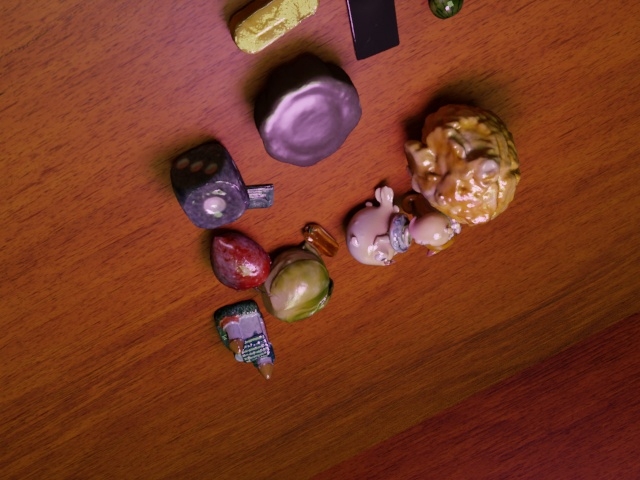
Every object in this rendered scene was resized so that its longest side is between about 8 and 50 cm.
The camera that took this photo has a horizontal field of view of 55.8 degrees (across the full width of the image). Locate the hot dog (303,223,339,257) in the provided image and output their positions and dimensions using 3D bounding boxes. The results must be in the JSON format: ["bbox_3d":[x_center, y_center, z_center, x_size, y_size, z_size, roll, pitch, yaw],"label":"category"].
[{"bbox_3d":[0.000,0.000,2.147,0.072,0.055,0.188,-50,131,-2],"label":"hot dog"}]

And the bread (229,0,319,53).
[{"bbox_3d":[-0.118,-0.567,1.516,0.245,0.094,0.102,-33,127,9],"label":"bread"}]

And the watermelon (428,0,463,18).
[{"bbox_3d":[0.338,-0.652,1.623,0.108,0.109,0.109,-12,136,-12],"label":"watermelon"}]

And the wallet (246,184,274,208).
[{"bbox_3d":[-0.213,-0.136,1.943,0.129,0.026,0.088,-6,134,-18],"label":"wallet"}]

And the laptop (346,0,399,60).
[{"bbox_3d":[0.145,-0.599,1.653,0.135,0.016,0.197,-21,139,-4],"label":"laptop"}]

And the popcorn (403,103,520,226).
[{"bbox_3d":[0.466,-0.238,1.903,0.390,0.344,0.354,27,92,-43],"label":"popcorn"}]

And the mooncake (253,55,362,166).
[{"bbox_3d":[-0.040,-0.362,1.704,0.305,0.154,0.306,-11,136,-11],"label":"mooncake"}]

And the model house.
[{"bbox_3d":[-0.264,0.405,2.271,0.184,0.291,0.253,-20,137,-11],"label":"model house"}]

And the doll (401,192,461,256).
[{"bbox_3d":[0.417,-0.073,2.183,0.167,0.162,0.270,-56,138,-28],"label":"doll"}]

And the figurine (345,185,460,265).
[{"bbox_3d":[0.269,-0.051,2.043,0.226,0.394,0.275,-25,109,-54],"label":"figurine"}]

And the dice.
[{"bbox_3d":[-0.320,-0.157,1.764,0.182,0.183,0.181,-23,139,1],"label":"dice"}]

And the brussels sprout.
[{"bbox_3d":[-0.082,0.155,2.155,0.294,0.227,0.260,-27,136,-33],"label":"brussels sprout"}]

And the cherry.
[{"bbox_3d":[-0.274,0.066,2.008,0.250,0.192,0.175,49,65,-36],"label":"cherry"}]
